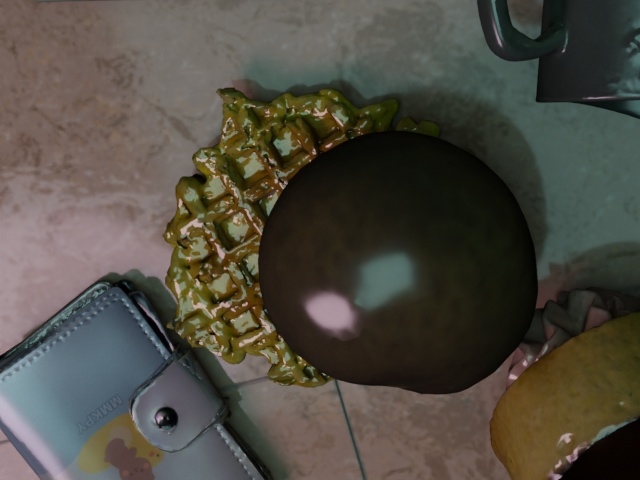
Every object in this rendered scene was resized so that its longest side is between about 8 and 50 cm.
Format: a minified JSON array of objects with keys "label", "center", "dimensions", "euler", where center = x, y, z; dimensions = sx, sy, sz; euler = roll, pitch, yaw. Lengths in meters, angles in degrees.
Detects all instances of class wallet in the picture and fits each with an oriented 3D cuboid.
[{"label":"wallet","center":[-0.159,0.159,1.561],"dimensions":[0.170,0.069,0.231],"euler":[-36,98,-4]}]

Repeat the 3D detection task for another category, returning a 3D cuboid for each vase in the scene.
[{"label":"vase","center":[0.222,-0.231,1.382],"dimensions":[0.251,0.156,0.301],"euler":[-4,96,-27]}]

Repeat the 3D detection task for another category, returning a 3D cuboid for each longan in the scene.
[{"label":"longan","center":[0.062,0.016,1.394],"dimensions":[0.212,0.198,0.198],"euler":[23,104,-5]}]

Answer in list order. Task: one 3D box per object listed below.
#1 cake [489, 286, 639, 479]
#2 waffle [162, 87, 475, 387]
[{"label":"cake","center":[0.217,0.123,1.459],"dimensions":[0.185,0.178,0.208],"euler":[-24,136,-1]},{"label":"waffle","center":[0.000,0.000,1.513],"dimensions":[0.254,0.052,0.245],"euler":[11,101,5]}]
